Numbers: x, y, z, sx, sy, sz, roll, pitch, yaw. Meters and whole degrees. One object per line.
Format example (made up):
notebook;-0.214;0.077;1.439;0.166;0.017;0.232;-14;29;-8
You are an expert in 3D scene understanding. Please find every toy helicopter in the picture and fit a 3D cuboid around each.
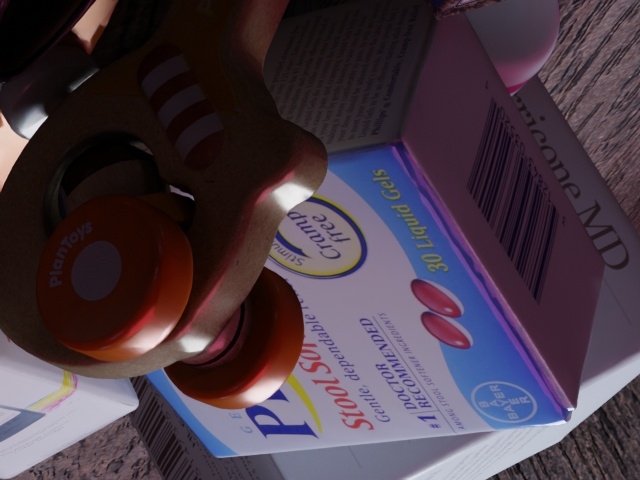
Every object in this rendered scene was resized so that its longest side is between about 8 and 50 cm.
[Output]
toy helicopter;-0.081;-0.096;0.979;0.140;0.235;0.355;30;85;-53

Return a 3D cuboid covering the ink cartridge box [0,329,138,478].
ink cartridge box;-0.248;0.024;1.074;0.119;0.207;0.353;-28;165;5

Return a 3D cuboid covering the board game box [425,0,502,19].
board game box;0.191;-0.277;1.030;0.291;0.141;0.232;-20;163;-35

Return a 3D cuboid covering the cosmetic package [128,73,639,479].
cosmetic package;0.040;0.073;1.575;0.393;0.329;0.327;-24;165;-23

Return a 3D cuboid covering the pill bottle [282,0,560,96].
pill bottle;0.030;-0.110;1.262;0.160;0.160;0.283;-18;163;-39

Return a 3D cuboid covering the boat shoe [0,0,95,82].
boat shoe;-0.100;-0.184;0.872;0.285;0.092;0.103;-39;164;33

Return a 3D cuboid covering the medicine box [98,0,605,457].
medicine box;0.000;0.000;1.156;0.289;0.263;0.149;-11;-138;31
